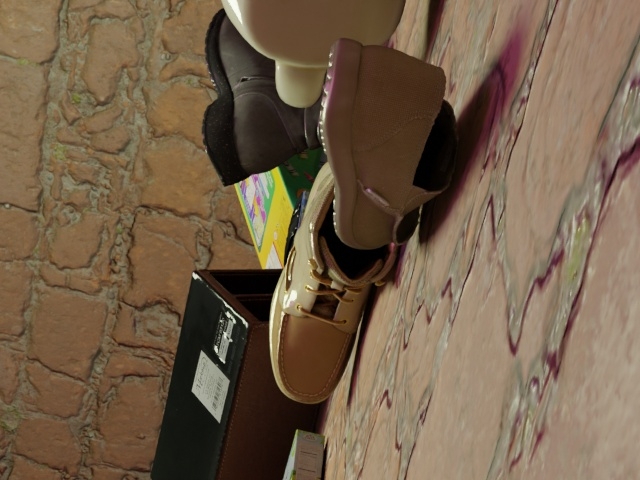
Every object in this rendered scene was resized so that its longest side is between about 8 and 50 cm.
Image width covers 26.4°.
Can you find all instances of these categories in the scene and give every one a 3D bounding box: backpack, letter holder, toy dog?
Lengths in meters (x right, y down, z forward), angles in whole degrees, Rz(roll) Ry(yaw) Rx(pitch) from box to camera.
[{"bbox_3d":[0.000,0.000,1.646,0.114,0.084,0.105,99,177,-46],"label":"backpack"},{"bbox_3d":[-0.064,0.201,1.723,0.152,0.214,0.302,38,121,49],"label":"letter holder"},{"bbox_3d":[0.027,-0.378,1.429,0.408,0.284,0.395,-82,-13,-53],"label":"toy dog"}]

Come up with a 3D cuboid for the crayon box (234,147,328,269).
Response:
[{"bbox_3d":[-0.045,-0.067,1.857,0.165,0.081,0.278,106,153,-43],"label":"crayon box"}]

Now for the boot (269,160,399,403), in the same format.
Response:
[{"bbox_3d":[0.013,0.044,1.328,0.203,0.095,0.262,-147,73,-84],"label":"boot"}]

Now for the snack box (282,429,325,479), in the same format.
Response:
[{"bbox_3d":[-0.028,0.297,1.525,0.100,0.037,0.141,-82,5,-53],"label":"snack box"}]

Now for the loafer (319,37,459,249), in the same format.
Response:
[{"bbox_3d":[0.059,-0.059,1.040,0.268,0.092,0.102,67,-147,-69],"label":"loafer"}]

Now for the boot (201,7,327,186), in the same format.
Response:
[{"bbox_3d":[-0.028,-0.206,1.749,0.338,0.222,0.118,-95,-16,-45],"label":"boot"}]
